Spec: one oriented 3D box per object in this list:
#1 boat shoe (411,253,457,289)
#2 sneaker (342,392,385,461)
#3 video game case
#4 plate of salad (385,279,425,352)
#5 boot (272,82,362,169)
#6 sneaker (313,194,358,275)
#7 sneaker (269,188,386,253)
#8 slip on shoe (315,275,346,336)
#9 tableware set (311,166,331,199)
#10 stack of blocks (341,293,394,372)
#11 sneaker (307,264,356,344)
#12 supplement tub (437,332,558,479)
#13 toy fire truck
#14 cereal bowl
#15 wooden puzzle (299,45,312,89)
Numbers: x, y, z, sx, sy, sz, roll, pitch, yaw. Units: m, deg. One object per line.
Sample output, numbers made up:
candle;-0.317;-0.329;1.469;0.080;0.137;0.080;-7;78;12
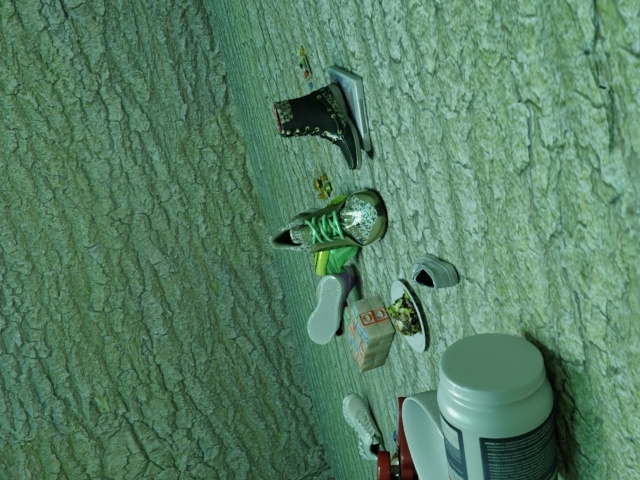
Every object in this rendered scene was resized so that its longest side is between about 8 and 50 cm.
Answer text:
boat shoe;0.233;0.076;1.397;0.184;0.063;0.066;-146;40;-71
sneaker;0.178;0.726;2.485;0.292;0.110;0.118;66;161;-8
video game case;0.072;-0.341;1.642;0.201;0.023;0.183;-128;24;-60
plate of salad;0.219;0.201;1.674;0.200;0.048;0.199;164;90;-78
boot;-0.006;-0.269;1.610;0.085;0.179;0.236;125;127;-74
sneaker;0.061;-0.017;1.958;0.109;0.124;0.295;-107;27;-48
sneaker;0.010;-0.025;1.759;0.410;0.182;0.158;-18;92;49
slip on shoe;0.051;0.232;2.377;0.101;0.123;0.331;27;137;28
tableware set;0.007;-0.182;2.166;0.154;0.024;0.104;113;135;-70
stack of blocks;0.145;0.281;2.021;0.297;0.087;0.171;94;156;-60
sneaker;0.053;0.212;2.147;0.102;0.161;0.282;28;119;15
supplement tub;0.304;0.318;1.106;0.191;0.191;0.272;-132;28;-63
toy fire truck;0.257;0.654;1.941;0.254;0.169;0.302;-85;-8;-47
cereal bowl;0.312;0.485;1.422;0.339;0.141;0.338;163;90;-77
wooden puzzle;-0.047;-0.523;1.949;0.078;0.014;0.116;124;127;-75
